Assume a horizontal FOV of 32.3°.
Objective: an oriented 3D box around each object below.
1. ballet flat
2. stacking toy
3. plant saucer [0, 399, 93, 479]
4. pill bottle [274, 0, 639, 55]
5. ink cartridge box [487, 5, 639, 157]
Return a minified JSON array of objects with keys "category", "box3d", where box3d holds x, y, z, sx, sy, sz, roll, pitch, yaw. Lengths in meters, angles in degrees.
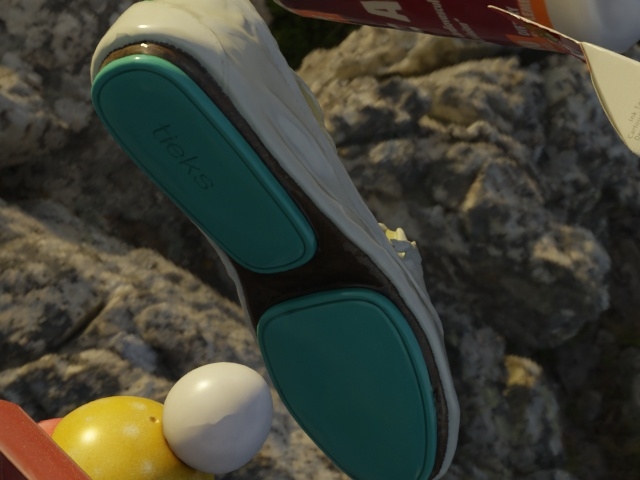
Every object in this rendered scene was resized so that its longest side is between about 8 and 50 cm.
[{"category":"ballet flat","box3d":[0.000,0.000,0.732,0.400,0.139,0.139,58,45,-30]},{"category":"stacking toy","box3d":[-0.245,0.289,1.257,0.350,0.480,0.351,40,22,-20]},{"category":"plant saucer","box3d":[-0.191,0.257,0.864,0.258,0.259,0.047,39,50,21]},{"category":"pill bottle","box3d":[0.070,-0.279,0.877,0.224,0.392,0.224,-26,124,-48]},{"category":"ink cartridge box","box3d":[0.217,-0.060,0.660,0.181,0.224,0.056,16,102,-45]}]
